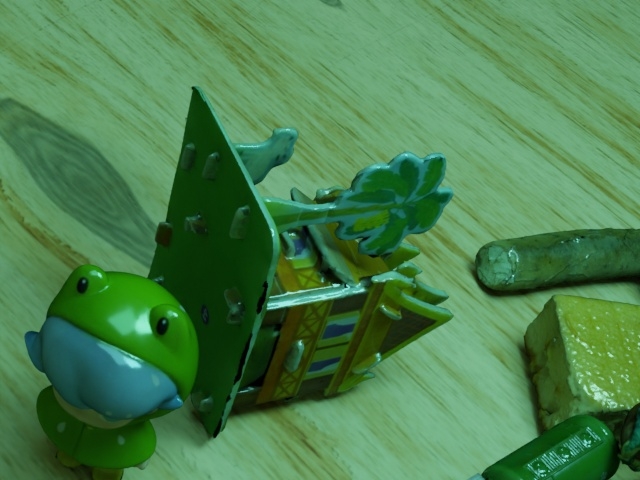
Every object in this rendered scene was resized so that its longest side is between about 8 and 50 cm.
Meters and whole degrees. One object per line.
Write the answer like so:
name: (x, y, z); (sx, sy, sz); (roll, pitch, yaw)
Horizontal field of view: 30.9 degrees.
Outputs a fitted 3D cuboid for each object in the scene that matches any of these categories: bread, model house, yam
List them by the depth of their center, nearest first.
model house: (0.000, 0.000, 1.267); (0.313, 0.357, 0.242); (-11, 50, -28)
bread: (0.403, 0.178, 1.431); (0.275, 0.114, 0.184); (8, 48, -12)
yam: (0.387, 0.021, 1.609); (0.371, 0.083, 0.083); (-5, 49, -26)

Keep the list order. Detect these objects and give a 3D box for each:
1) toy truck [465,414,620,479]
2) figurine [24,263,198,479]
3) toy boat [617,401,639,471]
toy truck: (0.219, 0.277, 1.247); (0.242, 0.125, 0.101); (-22, 58, -35)
figurine: (-0.206, 0.135, 1.119); (0.162, 0.263, 0.143); (30, 43, 10)
toy boat: (0.425, 0.255, 1.309); (0.293, 0.108, 0.099); (40, 25, -38)
